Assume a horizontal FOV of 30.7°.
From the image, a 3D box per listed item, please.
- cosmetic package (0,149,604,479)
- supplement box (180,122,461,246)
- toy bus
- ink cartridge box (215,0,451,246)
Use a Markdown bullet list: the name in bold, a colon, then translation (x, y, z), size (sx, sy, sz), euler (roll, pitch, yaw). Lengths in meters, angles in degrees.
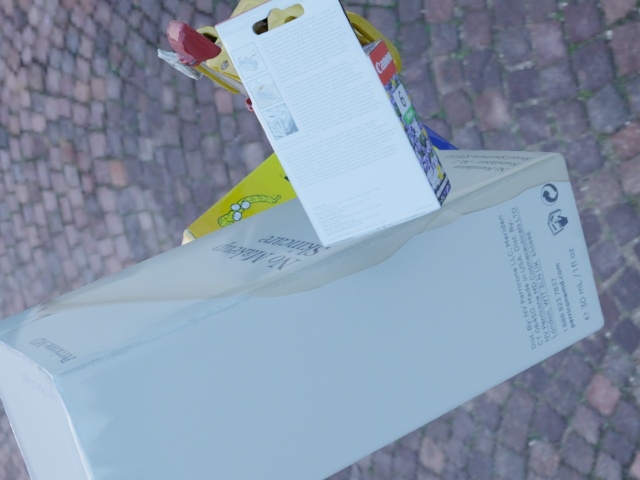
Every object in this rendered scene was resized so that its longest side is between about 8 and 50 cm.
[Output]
- **cosmetic package**: translation (-0.013, 0.050, 0.654), size (0.160, 0.309, 0.113), euler (7, 117, 59)
- **supplement box**: translation (0.000, 0.000, 1.433), size (0.195, 0.356, 0.194), euler (37, 142, 11)
- **toy bus**: translation (-0.030, -0.153, 0.935), size (0.202, 0.191, 0.104), euler (32, 89, 0)
- **ink cartridge box**: translation (0.007, -0.059, 0.524), size (0.062, 0.029, 0.115), euler (-19, 108, 26)
